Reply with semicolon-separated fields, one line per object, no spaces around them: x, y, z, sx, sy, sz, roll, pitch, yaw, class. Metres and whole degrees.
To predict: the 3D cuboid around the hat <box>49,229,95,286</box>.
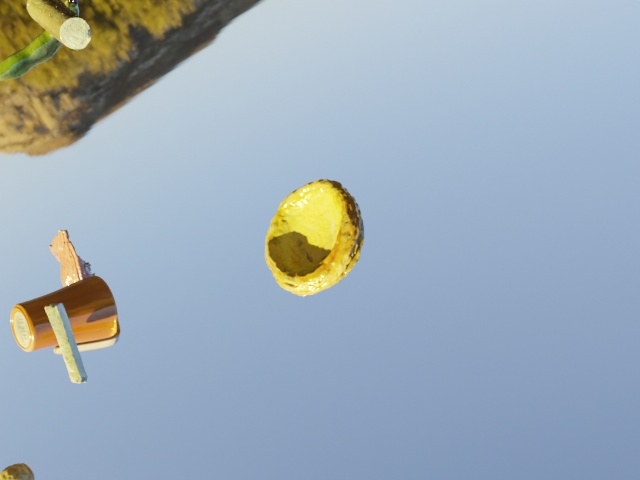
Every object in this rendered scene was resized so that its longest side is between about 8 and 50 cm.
-0.792;0.108;2.624;0.107;0.286;0.237;-20;170;-21;hat

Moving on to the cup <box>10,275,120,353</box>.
-0.677;0.220;2.187;0.264;0.182;0.226;-15;-134;-42;cup

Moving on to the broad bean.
-0.513;-0.368;1.483;0.227;0.069;0.039;-44;-122;11;broad bean

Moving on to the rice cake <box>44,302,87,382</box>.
-0.610;0.247;1.941;0.034;0.211;0.043;-26;166;9;rice cake

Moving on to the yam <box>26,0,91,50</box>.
-0.396;-0.334;1.217;0.054;0.054;0.132;-37;-128;-17;yam

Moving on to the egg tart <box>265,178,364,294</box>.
0.000;0.000;1.880;0.294;0.123;0.294;-21;-124;34;egg tart

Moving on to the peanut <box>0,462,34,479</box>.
-0.803;0.640;2.007;0.214;0.099;0.099;-40;-158;0;peanut
